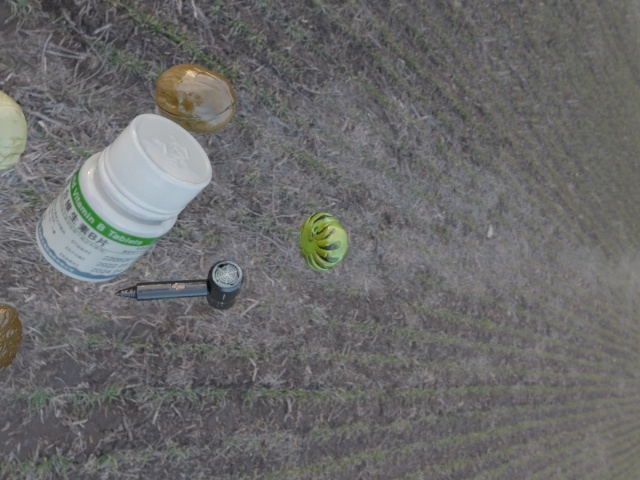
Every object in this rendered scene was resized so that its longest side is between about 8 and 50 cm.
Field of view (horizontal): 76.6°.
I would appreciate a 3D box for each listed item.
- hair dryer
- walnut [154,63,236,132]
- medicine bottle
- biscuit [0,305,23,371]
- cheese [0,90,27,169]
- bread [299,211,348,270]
[{"bbox_3d":[-0.409,0.139,1.188,0.352,0.189,0.107,-2,65,-20],"label":"hair dryer"},{"bbox_3d":[-0.318,-0.358,1.029,0.167,0.207,0.167,12,90,-85],"label":"walnut"},{"bbox_3d":[-0.267,-0.052,0.555,0.139,0.237,0.139,41,30,-30],"label":"medicine bottle"},{"bbox_3d":[-1.099,0.366,1.338,0.257,0.049,0.272,-61,171,-64],"label":"biscuit"},{"bbox_3d":[-0.861,-0.283,1.025,0.214,0.226,0.117,-62,175,27],"label":"cheese"},{"bbox_3d":[0.000,0.000,0.909,0.071,0.130,0.139,2,53,-34],"label":"bread"}]
